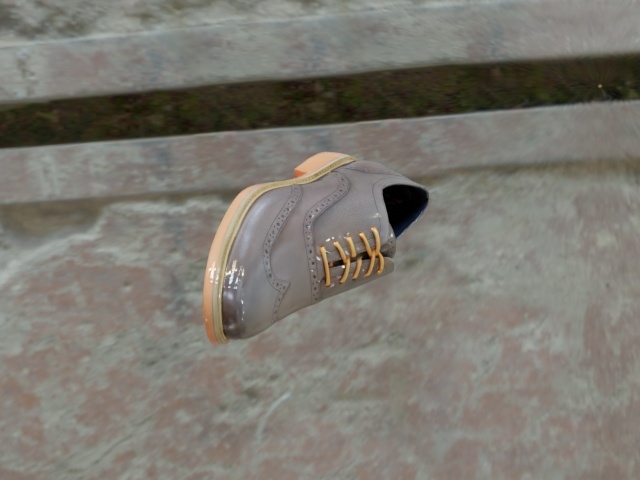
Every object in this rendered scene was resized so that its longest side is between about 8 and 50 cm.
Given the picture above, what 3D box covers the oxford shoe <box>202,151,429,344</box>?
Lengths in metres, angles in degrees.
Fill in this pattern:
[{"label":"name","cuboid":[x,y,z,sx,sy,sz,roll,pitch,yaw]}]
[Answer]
[{"label":"oxford shoe","cuboid":[0.000,0.000,1.355,0.133,0.363,0.130,9,119,24]}]
